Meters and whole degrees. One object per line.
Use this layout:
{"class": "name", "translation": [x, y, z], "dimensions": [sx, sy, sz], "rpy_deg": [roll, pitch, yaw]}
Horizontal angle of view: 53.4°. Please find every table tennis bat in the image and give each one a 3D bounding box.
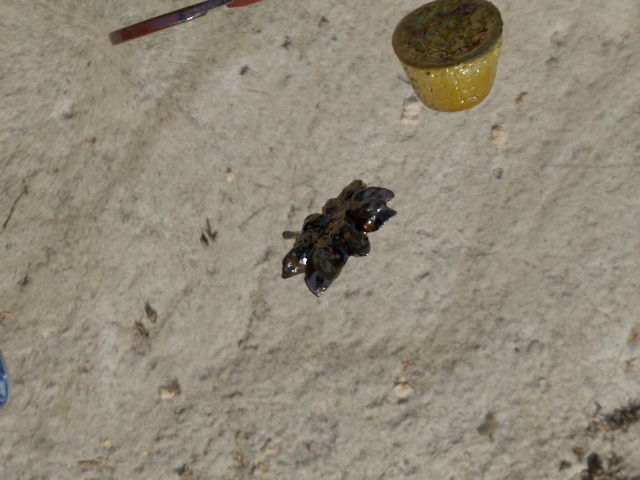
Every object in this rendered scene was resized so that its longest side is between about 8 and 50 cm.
{"class": "table tennis bat", "translation": [-0.201, -0.378, 1.040], "dimensions": [0.311, 0.200, 0.038], "rpy_deg": [-14, 112, 8]}

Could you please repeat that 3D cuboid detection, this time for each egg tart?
{"class": "egg tart", "translation": [0.237, -0.337, 1.181], "dimensions": [0.203, 0.202, 0.147], "rpy_deg": [-32, 145, -7]}

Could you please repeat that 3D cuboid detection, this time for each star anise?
{"class": "star anise", "translation": [0.000, 0.002, 0.826], "dimensions": [0.073, 0.177, 0.234], "rpy_deg": [39, 134, -17]}

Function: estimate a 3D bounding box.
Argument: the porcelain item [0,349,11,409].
{"class": "porcelain item", "translation": [-0.479, 0.173, 0.798], "dimensions": [0.114, 0.147, 0.147], "rpy_deg": [-29, 122, -51]}
